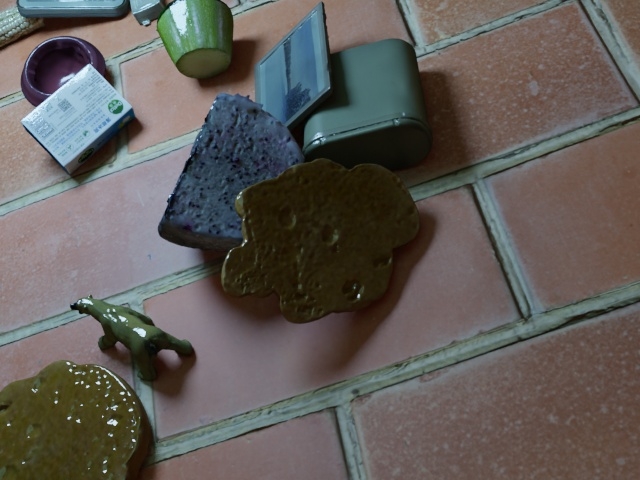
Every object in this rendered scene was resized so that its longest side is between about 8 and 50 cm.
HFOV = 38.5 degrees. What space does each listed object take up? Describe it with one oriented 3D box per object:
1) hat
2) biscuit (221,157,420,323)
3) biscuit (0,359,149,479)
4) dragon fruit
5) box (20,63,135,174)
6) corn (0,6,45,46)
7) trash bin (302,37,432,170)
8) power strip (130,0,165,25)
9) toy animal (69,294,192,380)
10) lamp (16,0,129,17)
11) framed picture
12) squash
[{"bbox_3d":[-0.578,-0.369,2.074,0.205,0.089,0.206,-3,66,7],"label":"hat"},{"bbox_3d":[-0.001,0.001,1.556,0.375,0.051,0.269,-24,82,-21],"label":"biscuit"},{"bbox_3d":[-0.459,0.357,1.563,0.351,0.057,0.312,-25,52,1],"label":"biscuit"},{"bbox_3d":[-0.154,-0.097,1.674,0.221,0.204,0.283,21,77,-4],"label":"dragon fruit"},{"bbox_3d":[-0.514,-0.259,1.954,0.194,0.073,0.139,-44,86,-12],"label":"box"},{"bbox_3d":[-0.789,-0.528,2.267,0.210,0.087,0.087,-24,52,0],"label":"corn"},{"bbox_3d":[0.083,-0.251,1.736,0.243,0.121,0.247,-12,52,13],"label":"trash bin"},{"bbox_3d":[-0.419,-0.589,2.195,0.075,0.042,0.175,-23,53,6],"label":"power strip"},{"bbox_3d":[-0.341,0.161,1.623,0.218,0.101,0.103,28,72,33],"label":"toy animal"},{"bbox_3d":[-0.596,-0.652,2.259,0.269,0.047,0.267,0,55,1],"label":"lamp"},{"bbox_3d":[-0.058,-0.321,1.809,0.213,0.016,0.289,-38,37,31],"label":"framed picture"},{"bbox_3d":[-0.261,-0.427,1.962,0.170,0.170,0.123,-16,68,10],"label":"squash"}]
